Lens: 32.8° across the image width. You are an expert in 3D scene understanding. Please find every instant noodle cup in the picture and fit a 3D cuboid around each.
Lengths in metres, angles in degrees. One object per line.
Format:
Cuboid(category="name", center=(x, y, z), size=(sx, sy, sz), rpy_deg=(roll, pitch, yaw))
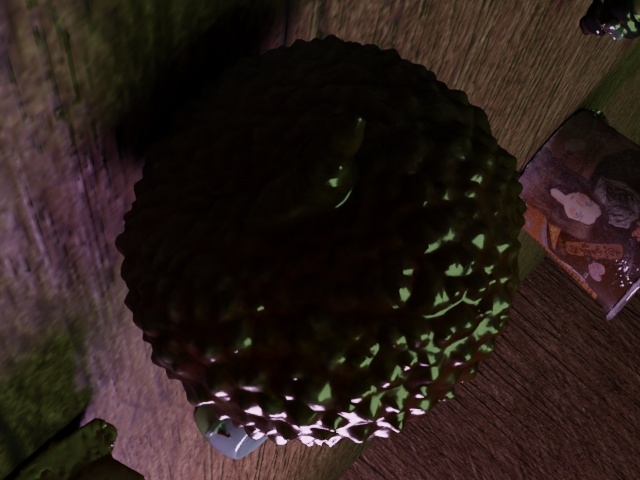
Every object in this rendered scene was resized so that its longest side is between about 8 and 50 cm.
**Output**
Cuboid(category="instant noodle cup", center=(0.365, -0.042, 1.402), size=(0.217, 0.207, 0.217), rpy_deg=(-46, 166, -15))

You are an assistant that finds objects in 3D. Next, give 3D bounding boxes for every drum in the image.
Cuboid(category="drum", center=(-0.008, 0.069, 0.849), size=(0.253, 0.049, 0.130), rpy_deg=(-53, 166, 19))

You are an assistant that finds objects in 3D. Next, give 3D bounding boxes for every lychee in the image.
Cuboid(category="lychee", center=(0.000, 0.000, 0.432), size=(0.165, 0.165, 0.197), rpy_deg=(-47, 161, -8))

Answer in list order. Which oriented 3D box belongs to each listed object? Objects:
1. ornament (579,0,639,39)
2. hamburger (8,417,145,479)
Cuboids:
Cuboid(category="ornament", center=(0.295, -0.220, 0.857), size=(0.196, 0.166, 0.153), rpy_deg=(-28, 159, -19))
Cuboid(category="hamburger", center=(-0.181, 0.232, 0.587), size=(0.262, 0.124, 0.131), rpy_deg=(-40, 165, -31))
